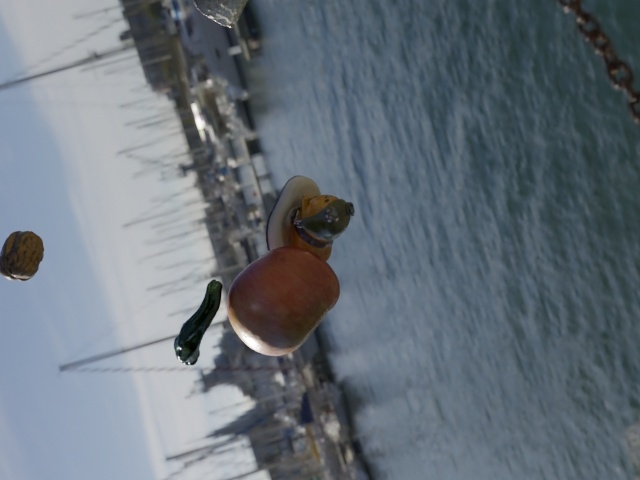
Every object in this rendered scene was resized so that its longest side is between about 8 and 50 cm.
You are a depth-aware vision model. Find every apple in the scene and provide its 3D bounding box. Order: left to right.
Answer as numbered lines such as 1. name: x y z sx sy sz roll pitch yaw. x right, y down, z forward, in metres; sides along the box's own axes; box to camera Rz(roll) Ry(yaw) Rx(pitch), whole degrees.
1. apple: -0.071 0.106 1.767 0.164 0.209 0.209 41 170 6

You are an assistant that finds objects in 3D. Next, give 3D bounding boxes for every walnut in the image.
1. walnut: -0.539 0.027 1.789 0.082 0.079 0.096 45 -139 -43

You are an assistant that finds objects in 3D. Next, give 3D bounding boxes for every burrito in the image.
1. burrito: -0.165 -0.605 2.078 0.299 0.105 0.143 -56 32 35

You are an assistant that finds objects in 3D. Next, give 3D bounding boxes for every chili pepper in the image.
1. chili pepper: -0.219 0.154 1.749 0.182 0.050 0.073 -61 -9 30

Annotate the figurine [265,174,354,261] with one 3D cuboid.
1. figurine: 0.000 0.000 1.947 0.141 0.167 0.250 6 102 40
